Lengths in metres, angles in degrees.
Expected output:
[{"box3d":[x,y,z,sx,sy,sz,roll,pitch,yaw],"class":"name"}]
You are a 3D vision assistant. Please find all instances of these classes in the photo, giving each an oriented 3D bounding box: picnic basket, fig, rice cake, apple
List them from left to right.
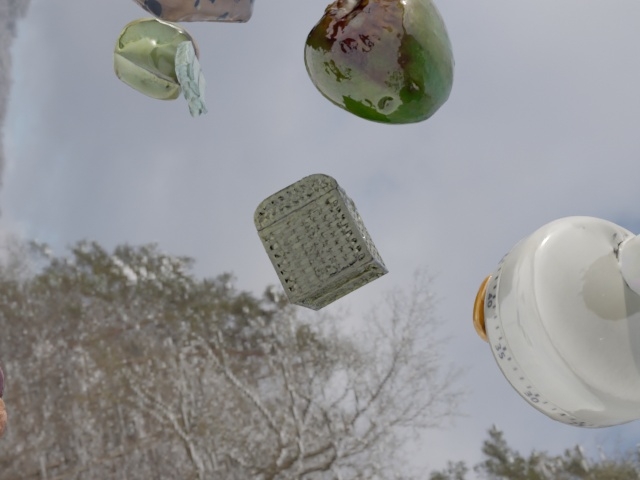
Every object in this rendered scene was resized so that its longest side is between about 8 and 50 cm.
[{"box3d":[-0.398,-0.448,2.033,0.207,0.188,0.174,-58,-173,42],"class":"apple"},{"box3d":[-0.271,-0.345,1.755,0.211,0.038,0.124,-105,177,-67],"class":"rice cake"},{"box3d":[0.000,0.000,1.188,0.154,0.134,0.196,62,6,11],"class":"picnic basket"},{"box3d":[0.081,-0.233,1.039,0.191,0.181,0.181,49,-25,-8],"class":"fig"}]

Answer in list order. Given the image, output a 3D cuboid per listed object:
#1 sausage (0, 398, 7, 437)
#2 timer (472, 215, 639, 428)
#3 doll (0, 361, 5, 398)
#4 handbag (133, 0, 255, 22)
[{"box3d":[-0.462,0.255,0.924,0.289,0.086,0.086,-31,-116,20],"class":"sausage"},{"box3d":[0.303,0.078,0.898,0.240,0.233,0.234,-47,-124,57],"class":"timer"},{"box3d":[-0.513,0.139,1.040,0.256,0.152,0.196,44,-11,-4],"class":"doll"},{"box3d":[-0.175,-0.416,1.135,0.190,0.251,0.193,37,-65,12],"class":"handbag"}]
